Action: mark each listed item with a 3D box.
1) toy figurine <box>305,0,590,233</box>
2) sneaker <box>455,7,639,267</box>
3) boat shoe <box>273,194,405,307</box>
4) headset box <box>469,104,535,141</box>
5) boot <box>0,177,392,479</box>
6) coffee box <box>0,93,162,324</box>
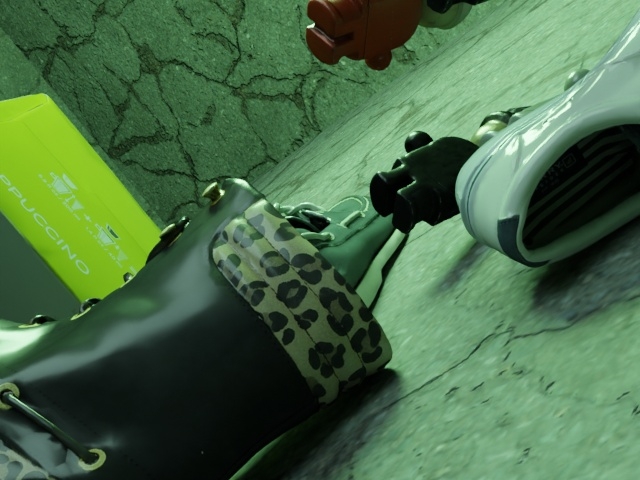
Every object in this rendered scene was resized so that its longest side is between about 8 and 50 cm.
[{"bbox_3d":[0.114,-0.122,0.717,0.148,0.213,0.209,-25,4,-28],"label":"toy figurine"},{"bbox_3d":[0.194,-0.072,0.559,0.258,0.094,0.091,-42,26,7],"label":"sneaker"},{"bbox_3d":[0.000,0.000,0.907,0.116,0.099,0.319,-37,8,18],"label":"boat shoe"},{"bbox_3d":[0.164,-0.089,0.907,0.062,0.032,0.083,-39,7,-3],"label":"headset box"},{"bbox_3d":[-0.158,0.067,0.691,0.284,0.138,0.377,-37,42,-15],"label":"boot"},{"bbox_3d":[-0.326,0.094,0.986,0.334,0.337,0.338,-38,7,9],"label":"coffee box"}]
